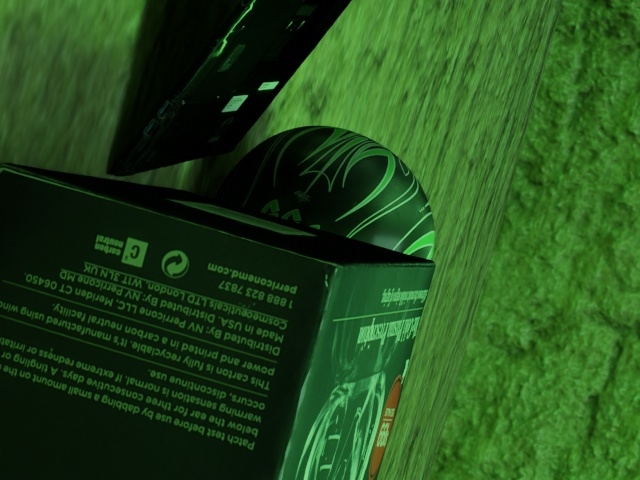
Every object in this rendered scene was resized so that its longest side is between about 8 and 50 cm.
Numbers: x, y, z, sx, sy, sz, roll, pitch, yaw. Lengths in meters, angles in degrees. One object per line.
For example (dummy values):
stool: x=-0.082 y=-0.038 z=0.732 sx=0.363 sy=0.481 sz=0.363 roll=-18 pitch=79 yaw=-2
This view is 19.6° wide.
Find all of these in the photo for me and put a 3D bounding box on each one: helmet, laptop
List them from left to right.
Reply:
laptop: x=-0.056 y=-0.185 z=1.127 sx=0.264 sy=0.136 sz=0.234 roll=-51 pitch=174 yaw=13
helmet: x=0.000 y=0.000 z=1.275 sx=0.161 sy=0.169 sz=0.169 roll=-54 pitch=162 yaw=-20

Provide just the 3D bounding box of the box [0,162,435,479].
box: x=-0.079 y=0.137 z=1.017 sx=0.343 sy=0.179 sz=0.312 roll=1 pitch=105 yaw=-79
